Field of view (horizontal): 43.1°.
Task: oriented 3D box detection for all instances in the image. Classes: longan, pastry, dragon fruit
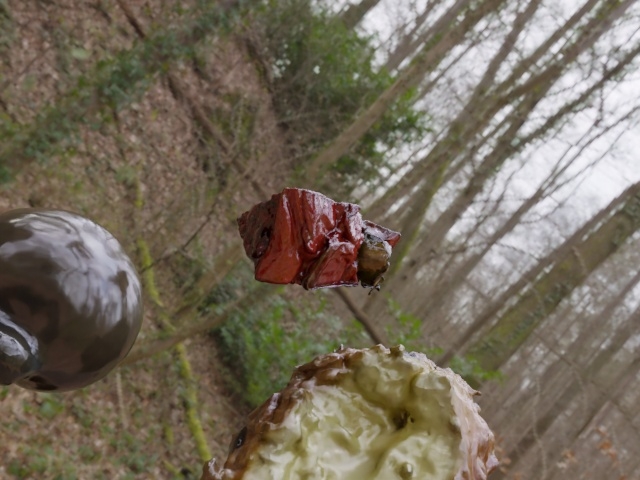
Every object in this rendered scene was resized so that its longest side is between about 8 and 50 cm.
[{"bbox_3d":[-0.258,0.059,0.762,0.185,0.159,0.204,49,24,-19],"label":"longan"},{"bbox_3d":[0.012,0.311,0.872,0.292,0.405,0.337,21,-46,14],"label":"pastry"},{"bbox_3d":[0.002,0.019,0.875,0.192,0.092,0.122,15,-22,-43],"label":"dragon fruit"}]
